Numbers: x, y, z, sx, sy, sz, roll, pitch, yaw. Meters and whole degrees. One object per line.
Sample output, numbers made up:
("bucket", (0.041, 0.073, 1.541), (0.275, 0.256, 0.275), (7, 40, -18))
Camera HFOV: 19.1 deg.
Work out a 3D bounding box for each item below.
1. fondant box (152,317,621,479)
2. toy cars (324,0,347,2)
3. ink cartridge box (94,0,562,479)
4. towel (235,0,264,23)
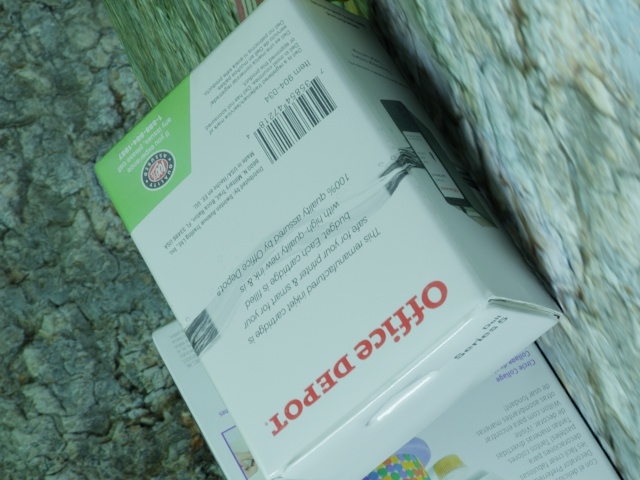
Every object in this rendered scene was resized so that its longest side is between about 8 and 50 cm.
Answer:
("fondant box", (0.060, 0.158, 1.358), (0.330, 0.238, 0.096), (59, 171, 23))
("toy cars", (-0.094, -0.326, 1.267), (0.393, 0.087, 0.176), (65, 172, -20))
("ink cartridge box", (0.000, 0.000, 1.273), (0.115, 0.198, 0.273), (14, -141, -57))
("towel", (-0.019, -0.153, 1.613), (0.197, 0.029, 0.144), (56, 170, 26))
